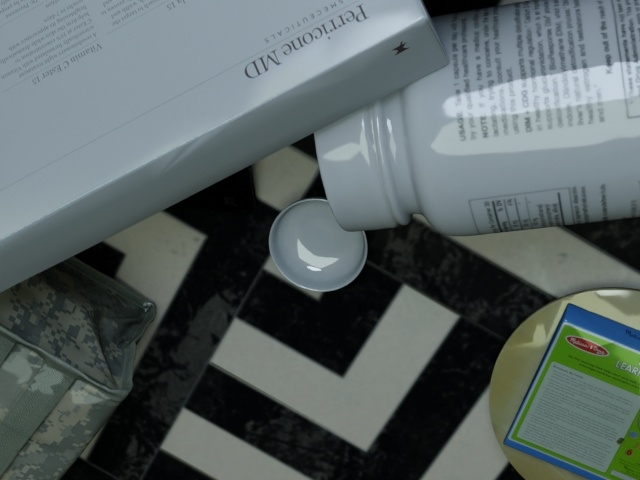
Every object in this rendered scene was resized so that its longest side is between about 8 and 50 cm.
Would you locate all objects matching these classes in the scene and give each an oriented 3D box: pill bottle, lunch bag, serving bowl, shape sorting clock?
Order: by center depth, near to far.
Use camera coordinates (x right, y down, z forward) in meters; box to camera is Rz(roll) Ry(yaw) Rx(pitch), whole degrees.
[{"bbox_3d":[0.146,-0.088,0.766,0.283,0.160,0.160,-7,111,13],"label":"pill bottle"},{"bbox_3d":[0.000,0.000,0.903,0.083,0.027,0.083,4,112,9],"label":"serving bowl"},{"bbox_3d":[0.245,0.136,0.904,0.206,0.040,0.206,5,111,13],"label":"shape sorting clock"},{"bbox_3d":[-0.324,0.093,0.912,0.287,0.169,0.235,34,114,-14],"label":"lunch bag"}]

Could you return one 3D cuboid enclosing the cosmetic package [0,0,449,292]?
[{"bbox_3d":[-0.144,-0.165,0.733,0.377,0.097,0.284,-26,73,11],"label":"cosmetic package"}]

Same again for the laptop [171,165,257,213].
[{"bbox_3d":[-0.166,-0.164,0.876,0.234,0.136,0.264,5,138,10],"label":"laptop"}]
